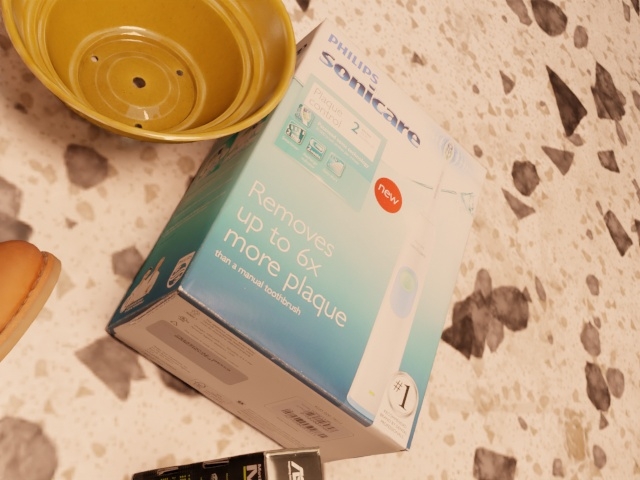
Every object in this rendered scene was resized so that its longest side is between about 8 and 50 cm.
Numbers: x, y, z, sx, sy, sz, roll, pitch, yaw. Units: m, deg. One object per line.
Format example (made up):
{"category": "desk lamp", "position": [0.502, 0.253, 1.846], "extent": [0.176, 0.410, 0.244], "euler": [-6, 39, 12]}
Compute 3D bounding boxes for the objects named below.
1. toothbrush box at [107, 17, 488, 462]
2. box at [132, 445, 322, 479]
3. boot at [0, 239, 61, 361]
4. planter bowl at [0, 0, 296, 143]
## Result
{"category": "toothbrush box", "position": [0.000, 0.000, 0.632], "extent": [0.216, 0.126, 0.296], "euler": [40, 51, -20]}
{"category": "box", "position": [-0.058, 0.229, 0.453], "extent": [0.045, 0.184, 0.191], "euler": [9, 67, -38]}
{"category": "boot", "position": [-0.300, 0.026, 0.387], "extent": [0.283, 0.109, 0.220], "euler": [-41, 109, -27]}
{"category": "planter bowl", "position": [-0.135, -0.146, 0.589], "extent": [0.217, 0.090, 0.217], "euler": [11, 59, -19]}
